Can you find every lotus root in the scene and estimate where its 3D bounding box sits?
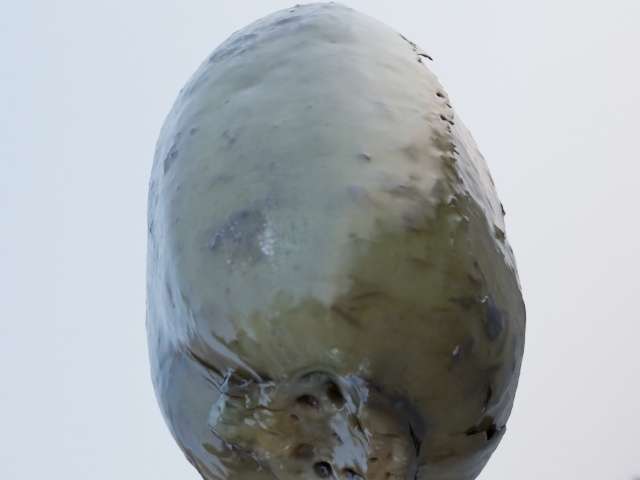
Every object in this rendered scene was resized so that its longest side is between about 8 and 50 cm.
[{"bbox_3d":[0.000,0.000,0.744,0.284,0.146,0.160,-91,26,-58],"label":"lotus root"}]
